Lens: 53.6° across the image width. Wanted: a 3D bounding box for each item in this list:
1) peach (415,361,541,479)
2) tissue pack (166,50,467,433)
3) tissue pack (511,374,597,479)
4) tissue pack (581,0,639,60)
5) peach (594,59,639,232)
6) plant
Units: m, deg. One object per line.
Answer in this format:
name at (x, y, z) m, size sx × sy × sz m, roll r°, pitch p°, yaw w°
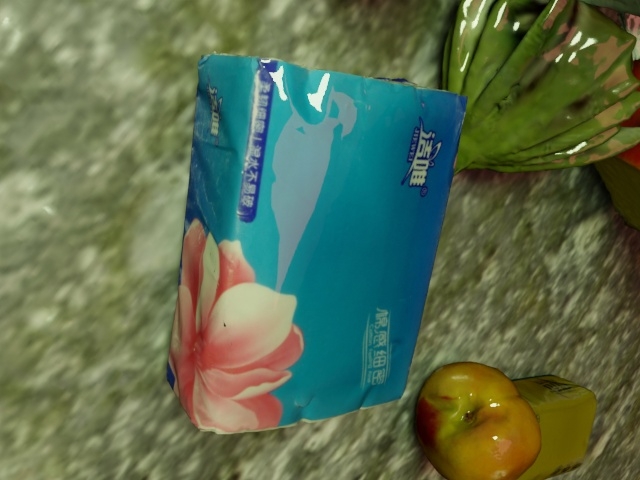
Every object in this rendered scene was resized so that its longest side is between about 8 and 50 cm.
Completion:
peach at (0.170, 0.206, 0.700) m, size 0.138 × 0.138 × 0.138 m, roll -12°, pitch 113°, yaw -32°
tissue pack at (0.000, 0.000, 0.502) m, size 0.209 × 0.137 × 0.269 m, roll 1°, pitch 105°, yaw -37°
tissue pack at (0.267, 0.243, 0.812) m, size 0.169 × 0.082 × 0.119 m, roll 3°, pitch 103°, yaw -36°
tissue pack at (0.366, -0.294, 0.613) m, size 0.209 × 0.148 × 0.156 m, roll -30°, pitch 123°, yaw 3°
peach at (0.482, -0.114, 0.708) m, size 0.306 × 0.380 × 0.242 m, roll -31°, pitch 126°, yaw 7°
plant at (0.151, -0.079, 0.572) m, size 0.333 × 0.180 × 0.251 m, roll -49°, pitch 116°, yaw -8°
